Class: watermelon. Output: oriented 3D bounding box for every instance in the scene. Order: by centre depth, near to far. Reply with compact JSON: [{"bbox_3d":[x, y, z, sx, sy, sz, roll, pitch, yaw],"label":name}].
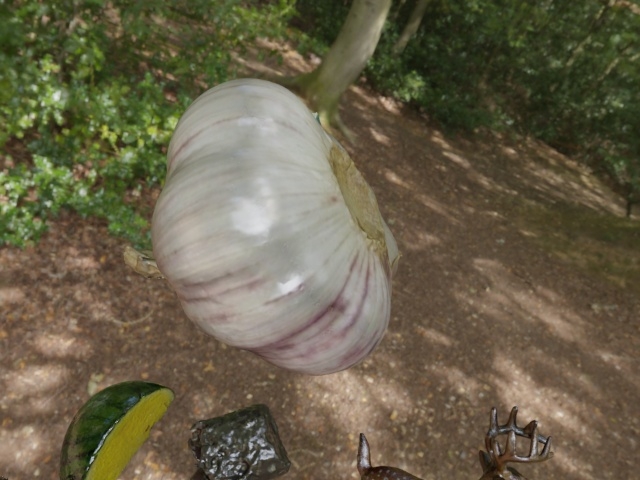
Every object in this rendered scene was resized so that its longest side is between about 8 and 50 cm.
[{"bbox_3d":[-0.241,0.228,0.717,0.092,0.075,0.181,53,47,-16],"label":"watermelon"}]

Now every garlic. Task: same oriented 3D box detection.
[{"bbox_3d":[-0.072,0.000,0.519,0.245,0.253,0.245,44,36,-46],"label":"garlic"}]

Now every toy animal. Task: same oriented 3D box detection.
[{"bbox_3d":[0.149,0.324,0.747,0.243,0.260,0.087,8,2,21],"label":"toy animal"}]

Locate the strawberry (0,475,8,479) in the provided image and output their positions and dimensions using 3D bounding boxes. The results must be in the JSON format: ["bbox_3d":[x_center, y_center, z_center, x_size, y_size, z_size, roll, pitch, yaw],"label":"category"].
[{"bbox_3d":[-0.623,0.483,1.067,0.131,0.131,0.148,26,18,8],"label":"strawberry"}]

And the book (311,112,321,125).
[{"bbox_3d":[0.000,0.000,1.072,0.031,0.379,0.264,-2,40,17],"label":"book"}]

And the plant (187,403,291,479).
[{"bbox_3d":[-0.189,0.461,1.297,0.204,0.233,0.178,60,9,-75],"label":"plant"}]
